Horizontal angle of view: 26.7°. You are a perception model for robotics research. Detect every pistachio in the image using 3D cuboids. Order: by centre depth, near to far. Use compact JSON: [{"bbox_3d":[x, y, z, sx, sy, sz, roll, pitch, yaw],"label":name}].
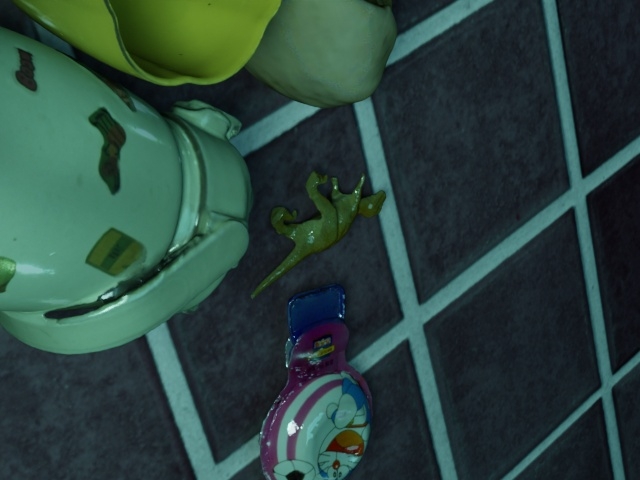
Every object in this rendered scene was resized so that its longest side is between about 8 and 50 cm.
[{"bbox_3d":[-0.011,-0.207,1.200,0.153,0.138,0.238,-20,149,-2],"label":"pistachio"}]

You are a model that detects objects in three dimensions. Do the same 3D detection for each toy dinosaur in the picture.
[{"bbox_3d":[0.000,0.000,1.358,0.126,0.039,0.162,27,85,-47],"label":"toy dinosaur"}]

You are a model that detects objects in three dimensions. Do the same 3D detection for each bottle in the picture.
[{"bbox_3d":[-0.201,-0.029,1.041,0.351,0.229,0.229,17,91,-49],"label":"bottle"}]

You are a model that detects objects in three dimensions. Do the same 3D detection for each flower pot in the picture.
[{"bbox_3d":[-0.150,-0.224,1.030,0.195,0.179,0.195,-23,121,-45],"label":"flower pot"}]

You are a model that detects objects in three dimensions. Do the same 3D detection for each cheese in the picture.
[{"bbox_3d":[-0.002,0.166,1.392,0.155,0.062,0.244,-14,112,-39],"label":"cheese"}]
